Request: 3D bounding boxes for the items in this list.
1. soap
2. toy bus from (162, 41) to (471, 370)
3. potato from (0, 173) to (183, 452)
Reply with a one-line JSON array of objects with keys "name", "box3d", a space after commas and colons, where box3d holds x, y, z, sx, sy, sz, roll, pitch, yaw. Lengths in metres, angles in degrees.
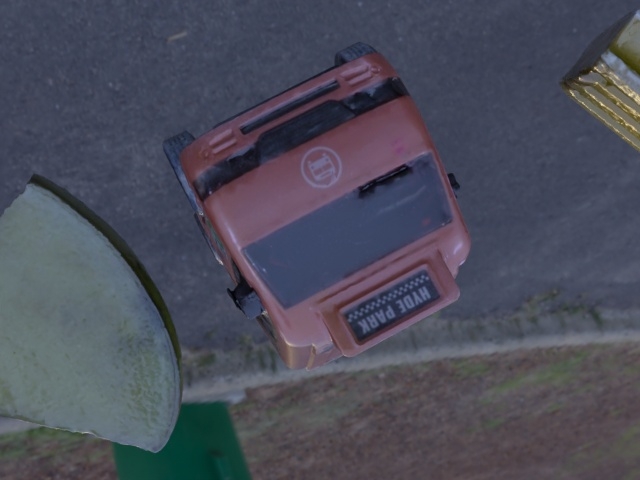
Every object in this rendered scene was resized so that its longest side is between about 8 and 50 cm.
[{"name": "soap", "box3d": [0.344, -0.108, 0.849, 0.073, 0.232, 0.140, -51, 180, 2]}, {"name": "toy bus", "box3d": [0.000, 0.000, 0.874, 0.203, 0.233, 0.427, -28, 171, -7]}, {"name": "potato", "box3d": [-0.248, 0.108, 0.894, 0.269, 0.255, 0.112, -49, -172, 10]}]
